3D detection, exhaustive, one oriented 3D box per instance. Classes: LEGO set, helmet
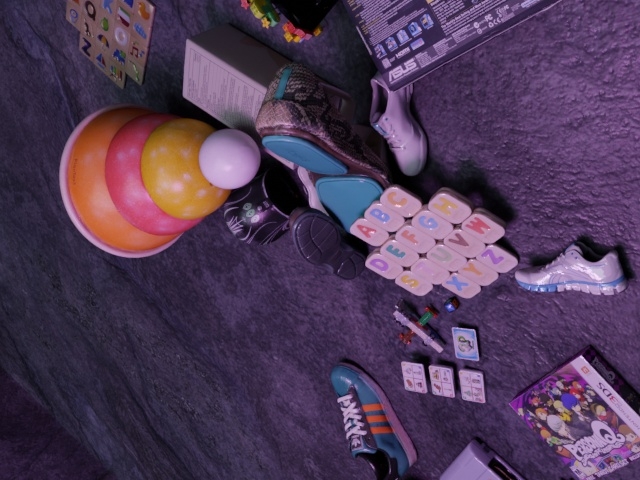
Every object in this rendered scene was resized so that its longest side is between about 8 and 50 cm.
[{"bbox_3d":[0.249,0.214,1.683,0.182,0.060,0.244,4,121,29],"label":"LEGO set"},{"bbox_3d":[-0.130,-0.068,1.763,0.161,0.169,0.169,-31,93,34],"label":"helmet"}]

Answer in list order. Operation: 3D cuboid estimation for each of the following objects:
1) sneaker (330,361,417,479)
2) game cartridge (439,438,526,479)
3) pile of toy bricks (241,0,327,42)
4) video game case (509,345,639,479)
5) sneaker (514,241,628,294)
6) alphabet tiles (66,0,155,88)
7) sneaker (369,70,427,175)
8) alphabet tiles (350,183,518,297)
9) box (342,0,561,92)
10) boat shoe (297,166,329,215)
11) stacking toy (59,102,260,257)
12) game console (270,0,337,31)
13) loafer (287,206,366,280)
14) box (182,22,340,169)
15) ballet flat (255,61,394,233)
[{"bbox_3d":[0.106,0.430,1.898,0.302,0.121,0.108,56,140,-1],"label":"sneaker"},{"bbox_3d":[0.403,0.584,1.768,0.297,0.062,0.198,41,134,16],"label":"game cartridge"},{"bbox_3d":[-0.098,-0.442,1.497,0.212,0.105,0.118,56,141,-2],"label":"pile of toy bricks"},{"bbox_3d":[0.492,0.328,1.504,0.210,0.042,0.232,48,140,10],"label":"video game case"},{"bbox_3d":[0.417,0.042,1.367,0.190,0.071,0.083,-3,109,37],"label":"sneaker"},{"bbox_3d":[-0.498,-0.534,1.905,0.285,0.011,0.342,42,139,16],"label":"alphabet tiles"},{"bbox_3d":[0.127,-0.205,1.450,0.080,0.094,0.212,5,121,41],"label":"sneaker"},{"bbox_3d":[0.205,0.011,1.492,0.278,0.021,0.284,31,142,-11],"label":"alphabet tiles"},{"bbox_3d":[0.184,-0.442,1.226,0.395,0.097,0.318,-22,102,50],"label":"box"},{"bbox_3d":[-0.012,-0.108,1.702,0.046,0.038,0.125,-27,106,8],"label":"boat shoe"},{"bbox_3d":[-0.293,-0.139,1.701,0.480,0.350,0.351,-1,116,48],"label":"stacking toy"},{"bbox_3d":[-0.002,-0.502,1.274,0.213,0.044,0.361,54,142,1],"label":"game console"},{"bbox_3d":[0.000,0.000,1.641,0.084,0.096,0.267,47,-177,38],"label":"loafer"},{"bbox_3d":[-0.123,-0.291,1.616,0.311,0.121,0.148,36,138,21],"label":"box"},{"bbox_3d":[0.039,-0.165,1.462,0.164,0.182,0.483,4,162,25],"label":"ballet flat"}]
